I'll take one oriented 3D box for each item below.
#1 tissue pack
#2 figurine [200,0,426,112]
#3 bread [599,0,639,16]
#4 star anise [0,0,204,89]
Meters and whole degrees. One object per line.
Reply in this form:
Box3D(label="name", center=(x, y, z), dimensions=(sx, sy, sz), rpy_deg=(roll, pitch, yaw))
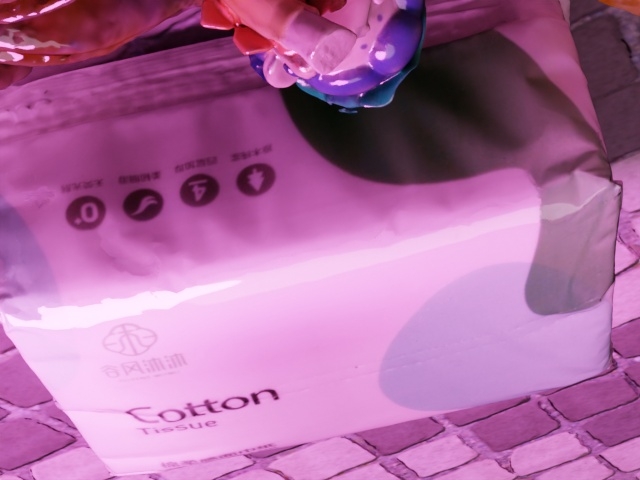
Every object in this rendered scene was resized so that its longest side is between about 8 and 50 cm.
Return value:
Box3D(label="tissue pack", center=(0.000, 0.001, 0.991), dimensions=(0.356, 0.194, 0.266), rpy_deg=(-12, 150, 2))
Box3D(label="figurine", center=(0.002, -0.128, 0.798), dimensions=(0.111, 0.102, 0.195), rpy_deg=(-54, 166, 3))
Box3D(label="bread", center=(0.123, -0.187, 0.830), dimensions=(0.269, 0.098, 0.087), rpy_deg=(15, -179, -36))
Box3D(label="star anise", center=(-0.204, -0.143, 0.746), dimensions=(0.315, 0.108, 0.315), rpy_deg=(3, 168, 1))
